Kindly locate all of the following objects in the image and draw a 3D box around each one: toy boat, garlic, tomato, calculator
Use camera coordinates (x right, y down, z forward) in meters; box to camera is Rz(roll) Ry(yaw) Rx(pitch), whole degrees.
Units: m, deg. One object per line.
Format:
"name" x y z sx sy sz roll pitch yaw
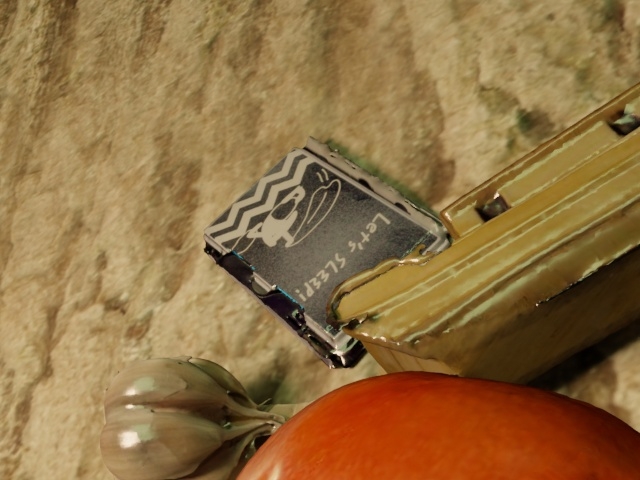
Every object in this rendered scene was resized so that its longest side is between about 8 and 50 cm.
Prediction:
"toy boat" 0.218 -0.026 0.881 0.445 0.136 0.162 -31 43 7
"garlic" -0.093 0.162 0.988 0.194 0.127 0.131 0 83 8
"tomato" 0.073 0.227 0.576 0.341 0.341 0.273 9 41 45
"calculator" 0.000 0.000 1.115 0.166 0.028 0.274 -44 40 -7
